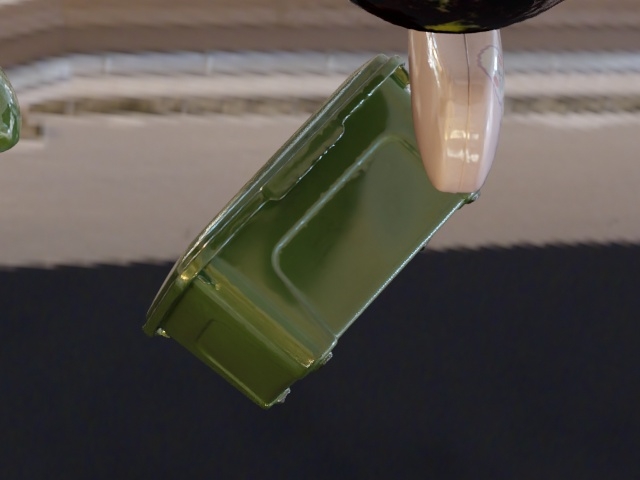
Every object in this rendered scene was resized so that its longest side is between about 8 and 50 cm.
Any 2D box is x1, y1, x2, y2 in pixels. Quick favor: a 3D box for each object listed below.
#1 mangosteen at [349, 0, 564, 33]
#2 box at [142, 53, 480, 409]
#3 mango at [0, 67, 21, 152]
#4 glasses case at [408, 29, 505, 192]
[{"bbox_3d":[0.086,-0.272,1.137,0.288,0.288,0.288,7,-139,-6],"label":"mangosteen"},{"bbox_3d":[0.000,0.000,1.770,0.178,0.253,0.329,41,-111,2],"label":"box"},{"bbox_3d":[-0.342,-0.138,1.534,0.114,0.156,0.251,-46,-139,-4],"label":"mango"},{"bbox_3d":[0.112,-0.149,1.515,0.075,0.113,0.297,3,-146,-1],"label":"glasses case"}]
